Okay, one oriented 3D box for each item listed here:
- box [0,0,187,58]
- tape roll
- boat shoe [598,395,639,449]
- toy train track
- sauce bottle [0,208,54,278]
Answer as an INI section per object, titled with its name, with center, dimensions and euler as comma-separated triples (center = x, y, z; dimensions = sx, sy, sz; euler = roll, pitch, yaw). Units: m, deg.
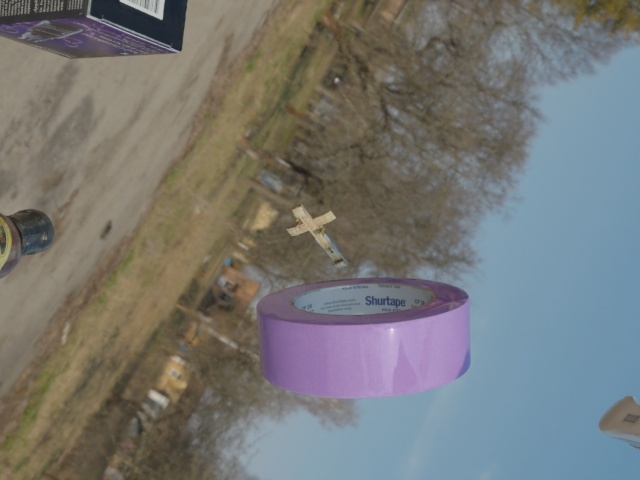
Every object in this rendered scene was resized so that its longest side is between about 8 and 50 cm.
[box]
center = -0.289, -0.294, 0.907
dimensions = 0.153, 0.207, 0.108
euler = 5, 90, -58
[tape roll]
center = 0.056, 0.117, 0.972
dimensions = 0.275, 0.274, 0.090
euler = -98, -176, -82
[boat shoe]
center = 0.420, 0.245, 0.966
dimensions = 0.066, 0.063, 0.184
euler = -44, 175, -10
[toy train track]
center = 0.000, 0.000, 0.687
dimensions = 0.048, 0.083, 0.014
euler = -22, -142, 24
[sauce bottle]
center = -0.483, 0.014, 1.004
dimensions = 0.111, 0.111, 0.344
euler = -58, 177, 15
